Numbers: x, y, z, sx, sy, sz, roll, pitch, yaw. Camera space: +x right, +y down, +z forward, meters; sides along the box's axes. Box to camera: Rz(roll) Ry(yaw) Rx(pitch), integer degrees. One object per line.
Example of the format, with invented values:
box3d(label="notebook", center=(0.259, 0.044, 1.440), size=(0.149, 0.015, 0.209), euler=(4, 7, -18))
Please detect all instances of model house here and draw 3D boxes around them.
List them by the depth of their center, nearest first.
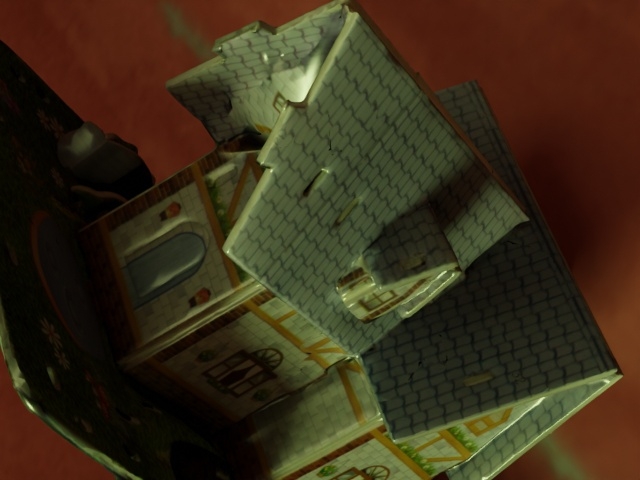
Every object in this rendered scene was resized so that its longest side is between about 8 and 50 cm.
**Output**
box3d(label="model house", center=(0.000, 0.000, 0.397), size=(0.088, 0.167, 0.117), euler=(-30, 54, 12))
